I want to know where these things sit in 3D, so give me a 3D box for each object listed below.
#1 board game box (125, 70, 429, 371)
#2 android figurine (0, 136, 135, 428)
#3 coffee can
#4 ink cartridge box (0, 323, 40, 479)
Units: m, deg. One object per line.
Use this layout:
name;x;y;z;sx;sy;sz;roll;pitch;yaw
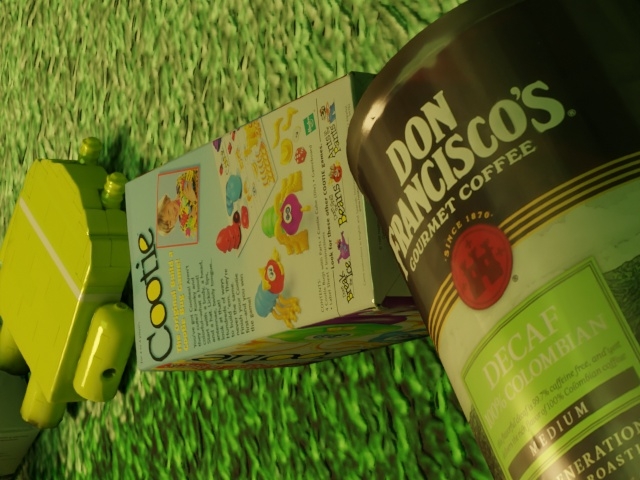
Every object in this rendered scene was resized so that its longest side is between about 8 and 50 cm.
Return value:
board game box;0.000;0.000;0.989;0.275;0.142;0.144;-19;73;52
android figurine;-0.243;0.035;1.394;0.248;0.056;0.273;48;126;44
coffee can;0.154;0.029;0.728;0.201;0.201;0.275;-51;50;39
ink cartridge box;-0.378;0.198;1.545;0.190;0.082;0.139;-56;47;38
